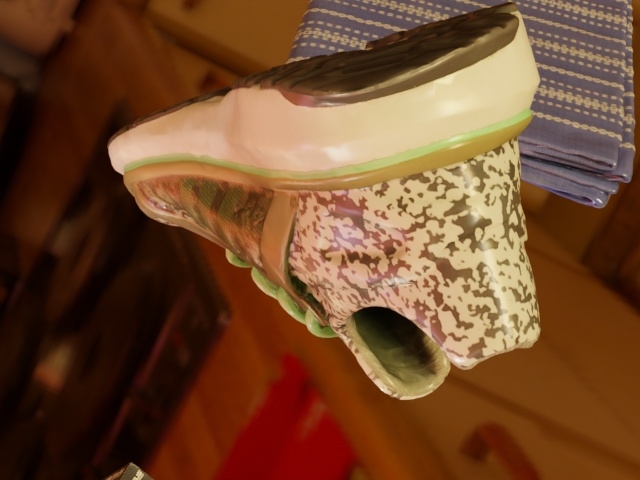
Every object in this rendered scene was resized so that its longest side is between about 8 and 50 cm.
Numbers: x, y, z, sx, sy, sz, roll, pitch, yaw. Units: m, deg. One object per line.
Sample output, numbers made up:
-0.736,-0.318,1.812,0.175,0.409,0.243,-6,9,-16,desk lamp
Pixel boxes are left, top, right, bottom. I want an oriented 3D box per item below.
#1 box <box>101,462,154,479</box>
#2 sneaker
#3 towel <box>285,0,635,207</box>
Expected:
-0.137,0.170,1.097,0.083,0.018,0.067,-35,18,51,box
0.000,0.000,0.987,0.410,0.158,0.182,174,79,-73,sneaker
0.110,-0.145,1.370,0.336,0.243,0.040,-74,-2,-57,towel
